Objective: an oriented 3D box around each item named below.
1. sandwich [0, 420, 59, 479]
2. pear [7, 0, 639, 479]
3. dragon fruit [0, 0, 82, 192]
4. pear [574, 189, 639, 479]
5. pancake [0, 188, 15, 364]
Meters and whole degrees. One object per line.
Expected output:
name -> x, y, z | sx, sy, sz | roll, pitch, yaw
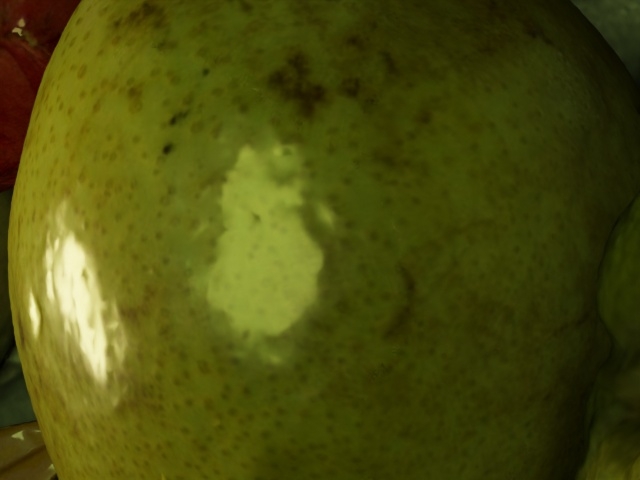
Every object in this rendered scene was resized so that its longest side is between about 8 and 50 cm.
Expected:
sandwich -> -0.188, 0.107, 1.035 | 0.144, 0.117, 0.187 | 44, 108, 15
pear -> 0.000, 0.000, 0.851 | 0.304, 0.304, 0.304 | 0, 90, 25
dragon fruit -> -0.165, -0.147, 0.971 | 0.241, 0.241, 0.252 | 17, 111, 24
pear -> 0.285, 0.114, 0.698 | 0.413, 0.352, 0.352 | 23, 100, -2
pancake -> -0.274, 0.008, 1.116 | 0.236, 0.042, 0.222 | 27, 103, 23
